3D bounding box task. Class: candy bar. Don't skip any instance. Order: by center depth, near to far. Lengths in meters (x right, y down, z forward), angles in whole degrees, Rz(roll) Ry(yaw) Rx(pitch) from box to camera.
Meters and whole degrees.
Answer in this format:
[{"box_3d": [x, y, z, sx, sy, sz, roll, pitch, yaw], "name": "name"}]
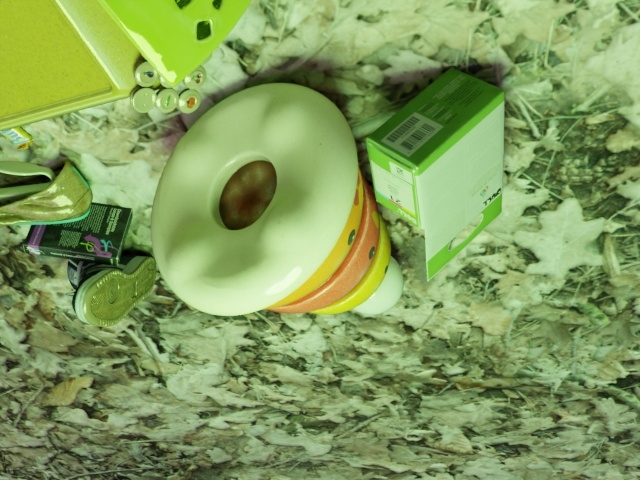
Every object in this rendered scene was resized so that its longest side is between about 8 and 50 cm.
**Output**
[{"box_3d": [-0.526, -0.200, 1.249, 0.040, 0.018, 0.161, -22, 132, 29], "name": "candy bar"}]

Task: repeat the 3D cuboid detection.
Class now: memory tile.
[{"box_3d": [-0.200, -0.244, 1.078, 0.113, 0.012, 0.148, -4, 123, -41], "name": "memory tile"}]

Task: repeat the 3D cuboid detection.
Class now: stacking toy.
[{"box_3d": [0.000, 0.000, 1.260, 0.350, 0.351, 0.480, -19, 151, 26], "name": "stacking toy"}]

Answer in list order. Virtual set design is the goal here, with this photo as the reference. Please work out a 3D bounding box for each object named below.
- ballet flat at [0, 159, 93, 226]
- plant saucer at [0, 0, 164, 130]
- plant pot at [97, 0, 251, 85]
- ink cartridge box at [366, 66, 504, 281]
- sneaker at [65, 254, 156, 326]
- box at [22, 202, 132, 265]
[{"box_3d": [-0.558, -0.068, 1.305, 0.342, 0.116, 0.124, -11, 126, -5], "name": "ballet flat"}, {"box_3d": [-0.412, -0.280, 1.048, 0.332, 0.081, 0.333, -10, 137, 21], "name": "plant saucer"}, {"box_3d": [-0.168, -0.347, 0.859, 0.207, 0.227, 0.228, -36, 129, 5], "name": "plant pot"}, {"box_3d": [0.177, -0.090, 1.155, 0.097, 0.188, 0.255, 35, 155, 33], "name": "ink cartridge box"}, {"box_3d": [-0.414, 0.080, 1.405, 0.153, 0.282, 0.099, 7, 101, 8], "name": "sneaker"}, {"box_3d": [-0.422, -0.017, 1.377, 0.162, 0.116, 0.029, 8, 141, -3], "name": "box"}]
